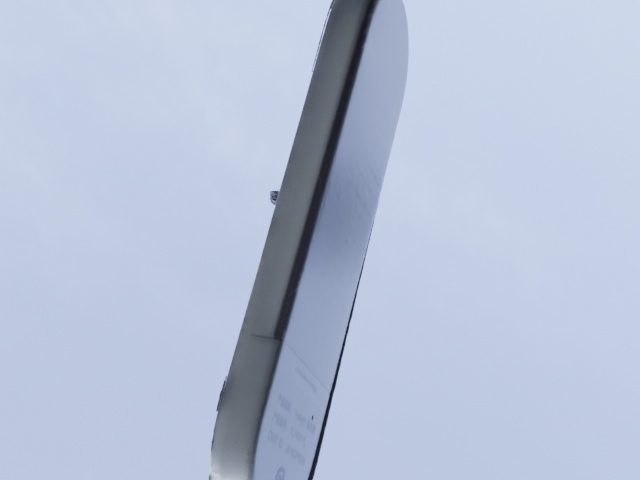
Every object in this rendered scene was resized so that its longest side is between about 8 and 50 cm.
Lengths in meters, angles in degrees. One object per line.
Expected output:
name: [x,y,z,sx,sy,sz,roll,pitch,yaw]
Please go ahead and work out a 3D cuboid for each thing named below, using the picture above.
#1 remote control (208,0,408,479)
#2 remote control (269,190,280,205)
remote control: [0.000,0.000,0.496,0.022,0.077,0.245,7,-111,21]
remote control: [-0.004,-0.042,1.209,0.096,0.014,0.039,0,-163,-4]
